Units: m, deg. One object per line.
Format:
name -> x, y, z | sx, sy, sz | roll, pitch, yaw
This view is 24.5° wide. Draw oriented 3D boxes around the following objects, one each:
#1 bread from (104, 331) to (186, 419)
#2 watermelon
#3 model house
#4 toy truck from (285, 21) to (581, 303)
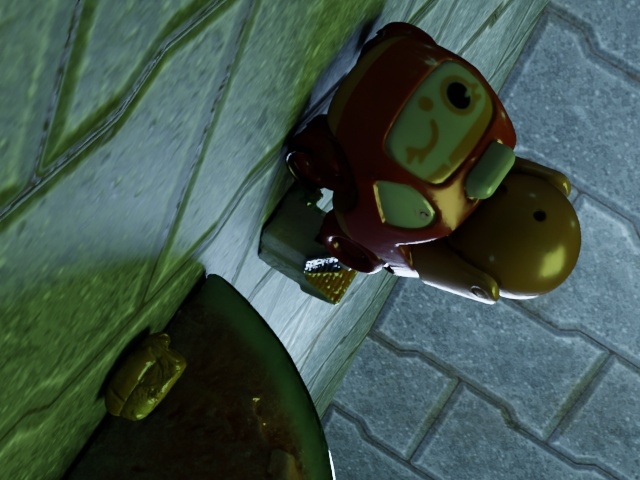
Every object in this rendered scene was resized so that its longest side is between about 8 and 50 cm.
bread -> -0.150, 0.118, 1.261 | 0.083, 0.046, 0.081 | -54, 178, -38
watermelon -> -0.120, 0.230, 1.405 | 0.293, 0.283, 0.250 | -32, 156, 0
model house -> 0.000, 0.000, 1.528 | 0.087, 0.100, 0.100 | -55, 171, -18
toy truck -> 0.123, -0.059, 1.389 | 0.189, 0.239, 0.265 | -54, 143, -24
